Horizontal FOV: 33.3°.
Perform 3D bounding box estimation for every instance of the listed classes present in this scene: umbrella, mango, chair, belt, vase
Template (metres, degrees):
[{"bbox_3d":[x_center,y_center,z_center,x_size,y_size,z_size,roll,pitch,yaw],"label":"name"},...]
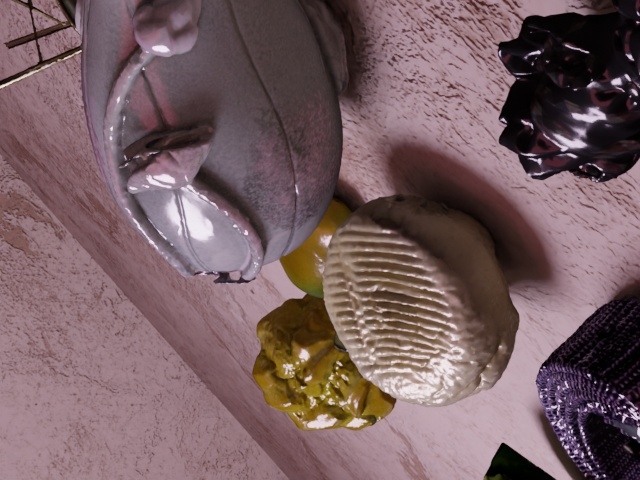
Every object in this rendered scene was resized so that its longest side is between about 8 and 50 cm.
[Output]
[{"bbox_3d":[0.193,-0.113,0.587,0.122,0.110,0.272,46,158,-2],"label":"umbrella"},{"bbox_3d":[-0.002,-0.001,1.288,0.122,0.085,0.191,48,155,24],"label":"mango"},{"bbox_3d":[-0.266,-0.275,1.183,0.326,0.170,0.159,-15,125,18],"label":"chair"},{"bbox_3d":[0.314,0.184,0.930,0.260,0.122,0.325,38,163,44],"label":"belt"},{"bbox_3d":[-0.106,-0.170,0.889,0.250,0.250,0.445,35,153,29],"label":"vase"}]

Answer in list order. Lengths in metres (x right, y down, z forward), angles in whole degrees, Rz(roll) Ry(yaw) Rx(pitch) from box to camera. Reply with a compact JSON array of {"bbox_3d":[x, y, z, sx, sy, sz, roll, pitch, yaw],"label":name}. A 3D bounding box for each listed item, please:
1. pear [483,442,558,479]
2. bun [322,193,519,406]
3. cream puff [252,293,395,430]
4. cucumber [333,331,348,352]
[{"bbox_3d":[0.309,0.402,1.168,0.399,0.165,0.399,36,177,2],"label":"pear"},{"bbox_3d":[0.111,0.054,1.065,0.220,0.134,0.220,24,125,39],"label":"bun"},{"bbox_3d":[0.011,0.166,1.478,0.221,0.194,0.194,39,162,4],"label":"cream puff"},{"bbox_3d":[0.060,0.098,1.317,0.067,0.107,0.035,21,156,48],"label":"cucumber"}]
